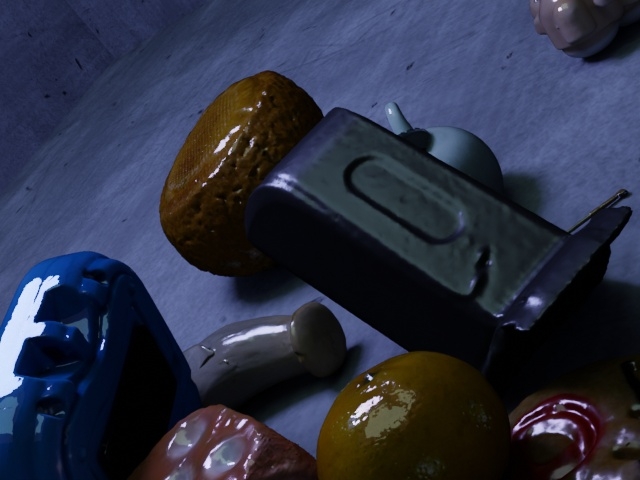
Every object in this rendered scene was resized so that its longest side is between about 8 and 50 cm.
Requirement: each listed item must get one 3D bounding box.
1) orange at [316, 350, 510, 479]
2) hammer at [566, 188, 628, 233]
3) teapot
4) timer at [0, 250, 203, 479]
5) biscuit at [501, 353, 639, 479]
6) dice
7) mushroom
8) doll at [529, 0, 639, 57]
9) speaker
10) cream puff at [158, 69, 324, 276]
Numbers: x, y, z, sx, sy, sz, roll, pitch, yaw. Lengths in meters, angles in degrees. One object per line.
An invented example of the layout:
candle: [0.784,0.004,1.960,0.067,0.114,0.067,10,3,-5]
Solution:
orange: [0.067,0.152,0.797,0.156,0.124,0.156,-30,16,10]
hammer: [0.266,-0.016,1.081,0.123,0.014,0.029,-36,32,3]
teapot: [0.116,-0.055,1.224,0.193,0.129,0.294,-31,24,21]
timer: [-0.216,0.196,1.034,0.115,0.309,0.340,-12,38,15]
biscuit: [0.168,0.224,0.738,0.314,0.063,0.367,-11,37,46]
dice: [-0.068,0.260,0.889,0.179,0.174,0.175,-54,28,-20]
mushroom: [-0.086,0.141,1.218,0.247,0.096,0.108,-25,18,26]
doll: [0.356,-0.334,1.409,0.154,0.119,0.278,-31,15,18]
speaker: [0.093,-0.016,0.980,0.388,0.184,0.180,32,70,33]
cream puff: [-0.095,-0.081,1.490,0.303,0.212,0.303,-41,26,25]
